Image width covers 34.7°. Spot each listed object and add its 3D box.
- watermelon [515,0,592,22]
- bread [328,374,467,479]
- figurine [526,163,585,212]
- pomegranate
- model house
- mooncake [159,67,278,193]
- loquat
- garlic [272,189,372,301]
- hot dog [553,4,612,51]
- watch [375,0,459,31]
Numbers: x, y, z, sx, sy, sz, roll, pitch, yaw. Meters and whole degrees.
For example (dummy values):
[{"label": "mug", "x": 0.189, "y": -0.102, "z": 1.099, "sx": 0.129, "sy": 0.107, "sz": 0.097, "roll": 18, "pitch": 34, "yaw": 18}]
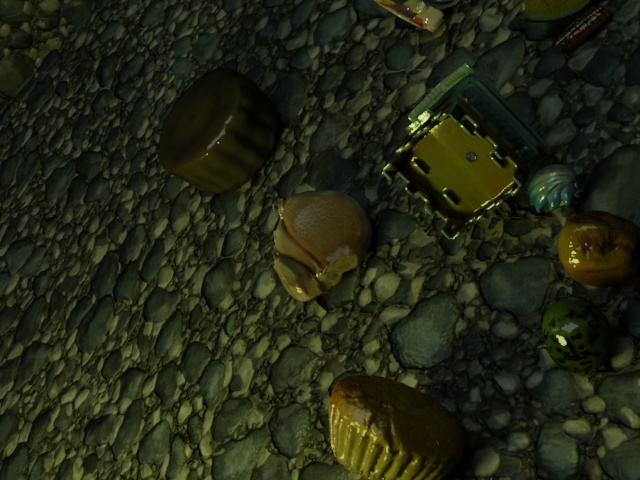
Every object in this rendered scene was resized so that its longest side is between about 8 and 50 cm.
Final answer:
[{"label": "watermelon", "x": 0.475, "y": -0.527, "z": 1.941, "sx": 0.123, "sy": 0.129, "sz": 0.301, "roll": 21, "pitch": 85, "yaw": 51}, {"label": "bread", "x": 0.114, "y": 0.308, "z": 1.651, "sx": 0.240, "sy": 0.240, "sz": 0.139, "roll": 41, "pitch": 108, "yaw": 49}, {"label": "figurine", "x": 0.400, "y": -0.090, "z": 1.766, "sx": 0.114, "sy": 0.079, "sz": 0.114, "roll": -36, "pitch": 26, "yaw": 21}, {"label": "pomegranate", "x": 0.412, "y": 0.137, "z": 1.580, "sx": 0.161, "sy": 0.122, "sz": 0.122, "roll": -24, "pitch": 42, "yaw": -7}, {"label": "model house", "x": 0.257, "y": -0.154, "z": 1.774, "sx": 0.198, "sy": 0.224, "sz": 0.215, "roll": -41, "pitch": 8, "yaw": 42}, {"label": "mooncake", "x": -0.237, "y": -0.255, "z": 2.409, "sx": 0.290, "sy": 0.161, "sz": 0.290, "roll": -26, "pitch": 48, "yaw": 32}, {"label": "loquat", "x": 0.443, "y": 0.013, "z": 1.615, "sx": 0.137, "sy": 0.137, "sz": 0.113, "roll": -18, "pitch": 26, "yaw": 34}, {"label": "garlic", "x": 0.000, "y": 0.000, "z": 2.061, "sx": 0.217, "sy": 0.110, "sz": 0.228, "roll": -35, "pitch": 54, "yaw": 5}, {"label": "hot dog", "x": 0.487, "y": -0.398, "z": 1.914, "sx": 0.122, "sy": 0.037, "sz": 0.049, "roll": -39, "pitch": 40, "yaw": 15}, {"label": "watch", "x": 0.212, "y": -0.577, "z": 2.138, "sx": 0.231, "sy": 0.244, "sz": 0.196, "roll": -57, "pitch": 40, "yaw": 9}]
